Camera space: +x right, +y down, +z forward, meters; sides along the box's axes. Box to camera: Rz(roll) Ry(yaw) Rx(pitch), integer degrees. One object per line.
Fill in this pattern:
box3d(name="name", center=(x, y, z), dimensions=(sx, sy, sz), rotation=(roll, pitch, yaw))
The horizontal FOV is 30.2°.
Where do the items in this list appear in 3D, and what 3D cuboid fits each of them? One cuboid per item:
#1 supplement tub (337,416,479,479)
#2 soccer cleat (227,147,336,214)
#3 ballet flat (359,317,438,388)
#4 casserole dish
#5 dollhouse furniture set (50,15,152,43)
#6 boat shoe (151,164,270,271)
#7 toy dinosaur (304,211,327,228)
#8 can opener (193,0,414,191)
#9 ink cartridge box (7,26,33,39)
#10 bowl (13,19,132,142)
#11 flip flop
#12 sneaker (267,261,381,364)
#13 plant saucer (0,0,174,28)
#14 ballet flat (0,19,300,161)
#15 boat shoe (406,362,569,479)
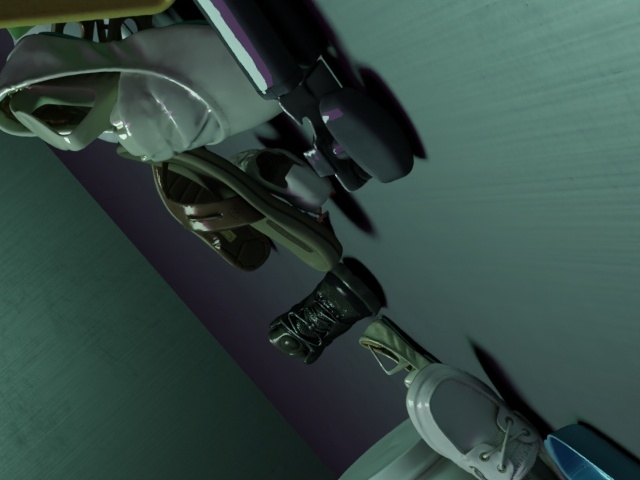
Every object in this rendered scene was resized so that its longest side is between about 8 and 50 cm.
box3d(name="supplement tub", center=(0.192, 0.396, 1.532), dimensions=(0.331, 0.241, 0.241), rotation=(52, 168, 0))
box3d(name="soccer cleat", center=(-0.060, -0.080, 1.352), dimensions=(0.076, 0.068, 0.196), rotation=(40, 167, -37))
box3d(name="ballet flat", center=(0.117, 0.166, 1.548), dimensions=(0.168, 0.052, 0.057), rotation=(39, 165, 34))
box3d(name="casserole dish", center=(0.306, 0.250, 1.202), dimensions=(0.188, 0.037, 0.114), rotation=(38, 164, 42))
box3d(name="dollhouse furniture set", center=(-0.193, -0.238, 1.378), dimensions=(0.182, 0.101, 0.161), rotation=(7, -178, 39))
box3d(name="boat shoe", center=(-0.179, -0.056, 1.785), dimensions=(0.257, 0.095, 0.095), rotation=(56, 171, -33))
box3d(name="toy dinosaur", center=(0.000, 0.000, 1.472), dimensions=(0.082, 0.047, 0.090), rotation=(34, 166, -31))
box3d(name="can opener", center=(-0.016, -0.163, 1.003), dimensions=(0.095, 0.076, 0.283), rotation=(-14, 122, 39))
box3d(name="ink cartridge box", center=(-0.266, -0.303, 1.124), dimensions=(0.056, 0.171, 0.235), rotation=(46, 169, 35))
box3d(name="bowl", center=(-0.344, -0.240, 1.681), dimensions=(0.298, 0.134, 0.298), rotation=(45, 167, 14))
box3d(name="flip flop", center=(-0.105, -0.032, 1.307), dimensions=(0.277, 0.080, 0.112), rotation=(33, 170, -13))
box3d(name="sneaker", center=(0.004, 0.102, 1.562), dimensions=(0.087, 0.130, 0.227), rotation=(46, 166, 0))
box3d(name="plant saucer", center=(-0.296, -0.313, 0.927), dimensions=(0.332, 0.333, 0.081), rotation=(87, 176, -54))
box3d(name="ballet flat", center=(-0.194, -0.139, 1.203), dimensions=(0.400, 0.139, 0.139), rotation=(8, 143, 39))
box3d(name="boat shoe", center=(0.211, 0.236, 1.356), dimensions=(0.277, 0.098, 0.096), rotation=(41, 167, -28))
